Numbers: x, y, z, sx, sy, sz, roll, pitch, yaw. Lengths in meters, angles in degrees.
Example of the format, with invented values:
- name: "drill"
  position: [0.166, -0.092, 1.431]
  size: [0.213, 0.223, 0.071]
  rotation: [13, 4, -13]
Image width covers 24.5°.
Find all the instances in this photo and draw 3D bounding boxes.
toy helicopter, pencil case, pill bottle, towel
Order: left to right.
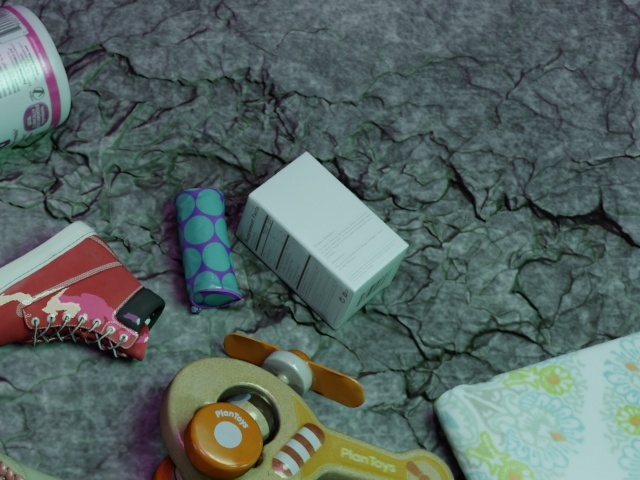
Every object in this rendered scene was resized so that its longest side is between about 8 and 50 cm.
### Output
- name: "pill bottle"
  position: [-0.459, -0.164, 1.765]
  size: [0.283, 0.160, 0.160]
  rotation: [-26, 68, -26]
- name: "pencil case"
  position: [-0.138, 0.010, 1.793]
  size: [0.065, 0.070, 0.151]
  rotation: [-19, 62, 16]
- name: "toy helicopter"
  position: [-0.010, 0.226, 1.678]
  size: [0.355, 0.140, 0.235]
  rotation: [20, 47, -14]
- name: "towel"
  position: [0.359, 0.276, 1.733]
  size: [0.375, 0.090, 0.320]
  rotation: [-14, 56, -22]

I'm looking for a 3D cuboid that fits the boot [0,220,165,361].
- name: "boot"
  position: [-0.300, 0.102, 1.687]
  size: [0.176, 0.088, 0.244]
  rotation: [43, 55, 12]

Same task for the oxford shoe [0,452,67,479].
- name: "oxford shoe"
  position: [-0.335, 0.291, 1.530]
  size: [0.397, 0.146, 0.140]
  rotation: [23, 80, -3]

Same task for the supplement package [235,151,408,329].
- name: "supplement package"
  position: [0.000, 0.000, 1.810]
  size: [0.179, 0.105, 0.105]
  rotation: [44, 60, 13]
